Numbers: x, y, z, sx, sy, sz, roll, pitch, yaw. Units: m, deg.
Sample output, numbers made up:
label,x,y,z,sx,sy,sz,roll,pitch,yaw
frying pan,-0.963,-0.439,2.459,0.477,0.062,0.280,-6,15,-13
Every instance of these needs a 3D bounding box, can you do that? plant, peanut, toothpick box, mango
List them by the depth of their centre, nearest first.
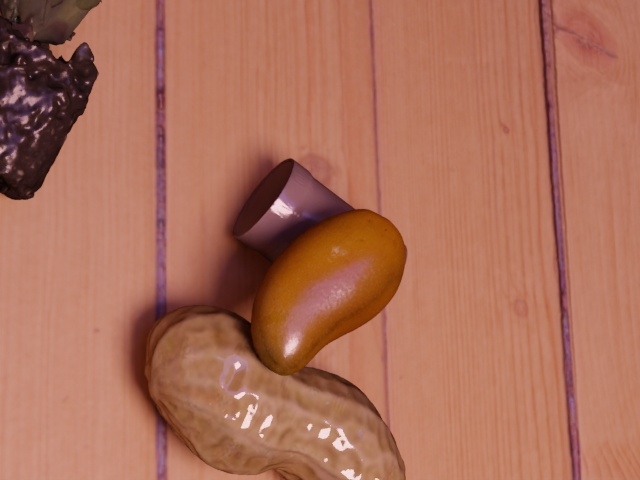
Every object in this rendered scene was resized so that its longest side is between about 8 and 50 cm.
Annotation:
label,x,y,z,sx,sy,sz,roll,pitch,yaw
plant,-0.266,-0.143,1.009,0.131,0.142,0.203,20,79,-15
mango,0.003,0.044,1.041,0.102,0.085,0.184,48,65,-2
peanut,-0.037,0.170,1.074,0.298,0.120,0.136,33,61,-20
toothpick box,0.000,0.000,1.143,0.149,0.098,0.098,37,64,-18
